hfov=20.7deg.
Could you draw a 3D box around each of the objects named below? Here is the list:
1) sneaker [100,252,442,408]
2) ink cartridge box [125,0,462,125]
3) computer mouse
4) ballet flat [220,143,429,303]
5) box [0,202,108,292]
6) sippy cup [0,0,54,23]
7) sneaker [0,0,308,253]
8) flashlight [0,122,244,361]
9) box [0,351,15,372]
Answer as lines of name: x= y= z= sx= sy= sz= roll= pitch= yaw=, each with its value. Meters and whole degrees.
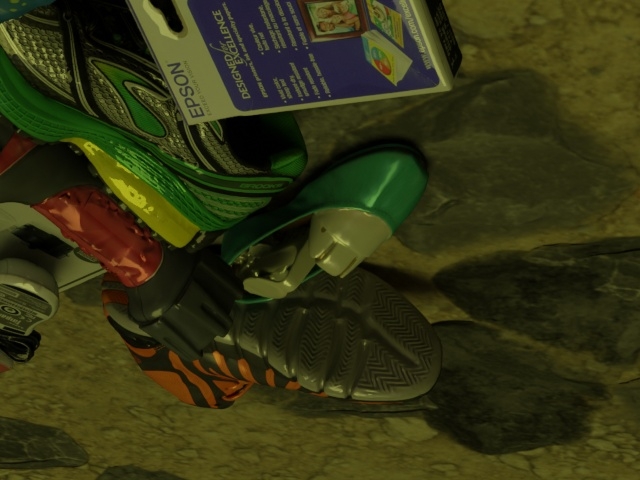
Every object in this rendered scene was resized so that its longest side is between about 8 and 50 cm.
sneaker: x=-0.041 y=0.096 z=1.641 sx=0.321 sy=0.124 sz=0.180 roll=16 pitch=155 yaw=11
ink cartridge box: x=-0.034 y=-0.180 z=1.159 sx=0.208 sy=0.045 sz=0.206 roll=-6 pitch=127 yaw=25
computer mouse: x=-0.269 y=0.052 z=1.521 sx=0.106 sy=0.042 sz=0.193 roll=25 pitch=153 yaw=-17
ballet flat: x=0.000 y=0.000 z=1.473 sx=0.083 sy=0.087 sz=0.247 roll=29 pitch=145 yaw=-29
box: x=-0.290 y=-0.021 z=1.528 sx=0.169 sy=0.087 sz=0.290 roll=31 pitch=144 yaw=-32
sippy cup: x=-0.242 y=-0.242 z=1.023 sx=0.224 sy=0.240 sz=0.305 roll=29 pitch=-170 yaw=-46
sneaker: x=-0.142 y=-0.134 z=1.279 sx=0.146 sy=0.134 sz=0.343 roll=-30 pitch=134 yaw=24
flashlight: x=-0.187 y=-0.015 z=1.358 sx=0.103 sy=0.103 sz=0.304 roll=-44 pitch=122 yaw=3
box: x=-0.391 y=0.079 z=1.727 sx=0.170 sy=0.091 sz=0.130 roll=-20 pitch=138 yaw=42
